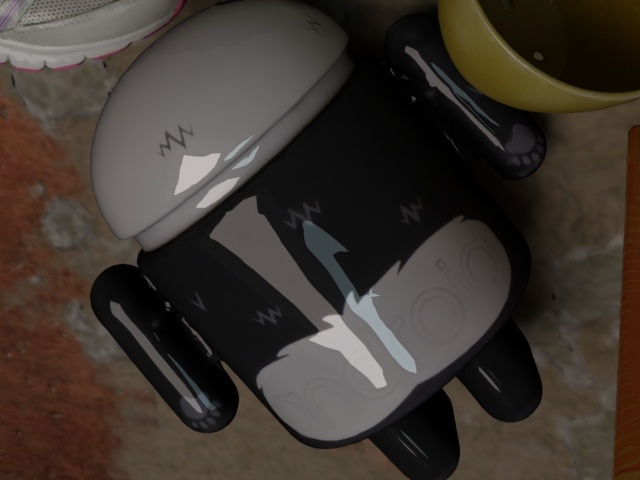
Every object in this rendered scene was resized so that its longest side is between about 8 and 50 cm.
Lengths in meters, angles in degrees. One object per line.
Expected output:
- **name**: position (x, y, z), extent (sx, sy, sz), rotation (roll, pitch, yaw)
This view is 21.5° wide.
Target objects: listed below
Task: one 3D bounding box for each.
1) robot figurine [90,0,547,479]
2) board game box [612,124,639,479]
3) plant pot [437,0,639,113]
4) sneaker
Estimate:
- **robot figurine**: position (0.001, -0.002, 0.916), extent (0.278, 0.209, 0.173), rotation (48, 151, -10)
- **board game box**: position (0.329, 0.154, 0.685), extent (0.356, 0.356, 0.356), rotation (-9, 116, 16)
- **plant pot**: position (0.111, -0.115, 0.823), extent (0.134, 0.134, 0.095), rotation (41, 155, -3)
- **sneaker**: position (-0.193, -0.173, 0.911), extent (0.252, 0.103, 0.111), rotation (11, 137, -1)
